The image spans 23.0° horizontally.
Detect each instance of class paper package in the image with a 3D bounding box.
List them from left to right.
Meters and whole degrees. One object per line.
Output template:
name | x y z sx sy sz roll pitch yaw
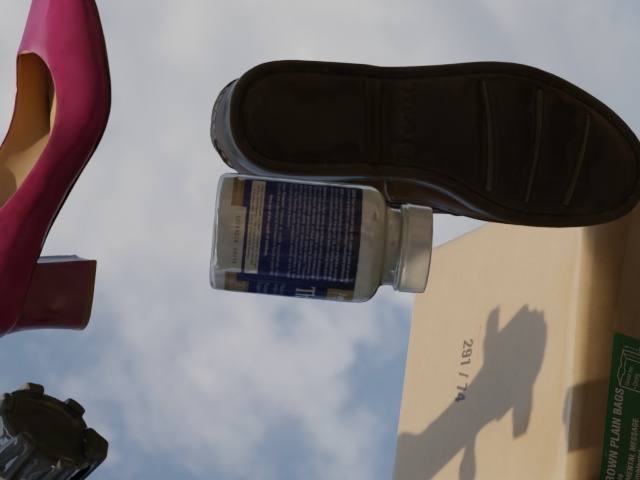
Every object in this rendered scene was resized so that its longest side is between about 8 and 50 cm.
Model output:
paper package | 0.213 0.140 1.451 0.168 0.309 0.324 18 -113 -23

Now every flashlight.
flashlight | -0.304 0.226 1.261 0.103 0.304 0.103 52 -149 13

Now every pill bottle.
pill bottle | 0.000 0.000 0.874 0.120 0.067 0.067 5 -132 -2

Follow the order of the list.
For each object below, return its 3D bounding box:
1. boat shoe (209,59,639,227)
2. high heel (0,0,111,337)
boat shoe | 0.075 -0.072 1.112 0.307 0.104 0.110 11 -97 -13
high heel | -0.306 -0.092 1.519 0.181 0.127 0.377 2 -95 -32
